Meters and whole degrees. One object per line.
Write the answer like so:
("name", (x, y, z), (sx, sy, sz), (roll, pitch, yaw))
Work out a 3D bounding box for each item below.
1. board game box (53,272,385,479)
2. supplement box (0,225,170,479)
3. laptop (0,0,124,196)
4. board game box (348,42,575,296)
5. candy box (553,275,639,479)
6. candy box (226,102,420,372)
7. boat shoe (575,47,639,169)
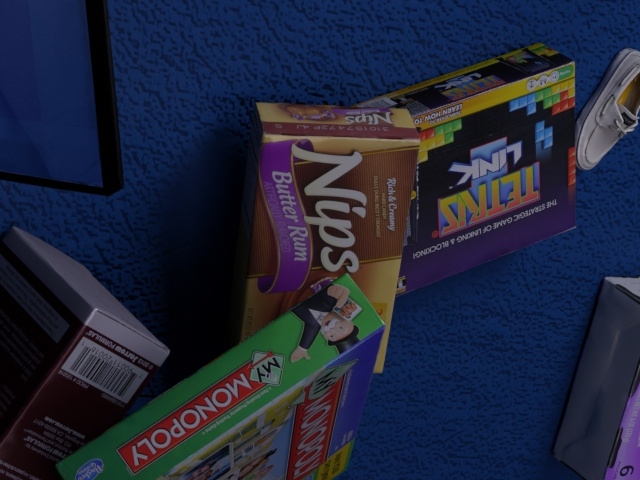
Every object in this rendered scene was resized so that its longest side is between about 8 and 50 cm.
("board game box", (-0.067, 0.150, 1.282), (0.213, 0.046, 0.317), (-33, 163, -15))
("supplement box", (-0.214, 0.125, 1.226), (0.073, 0.130, 0.239), (35, 93, -41))
("laptop", (-0.260, -0.115, 1.027), (0.264, 0.136, 0.234), (-18, 121, -26))
("board game box", (0.106, -0.051, 1.406), (0.170, 0.048, 0.141), (-21, 122, -24))
("candy box", (0.307, 0.116, 1.615), (0.196, 0.070, 0.165), (-1, 114, -34))
("candy box", (0.000, 0.000, 1.326), (0.109, 0.053, 0.187), (2, 120, -11))
("boat shoe", (0.224, -0.096, 1.471), (0.035, 0.035, 0.100), (23, 99, -40))
